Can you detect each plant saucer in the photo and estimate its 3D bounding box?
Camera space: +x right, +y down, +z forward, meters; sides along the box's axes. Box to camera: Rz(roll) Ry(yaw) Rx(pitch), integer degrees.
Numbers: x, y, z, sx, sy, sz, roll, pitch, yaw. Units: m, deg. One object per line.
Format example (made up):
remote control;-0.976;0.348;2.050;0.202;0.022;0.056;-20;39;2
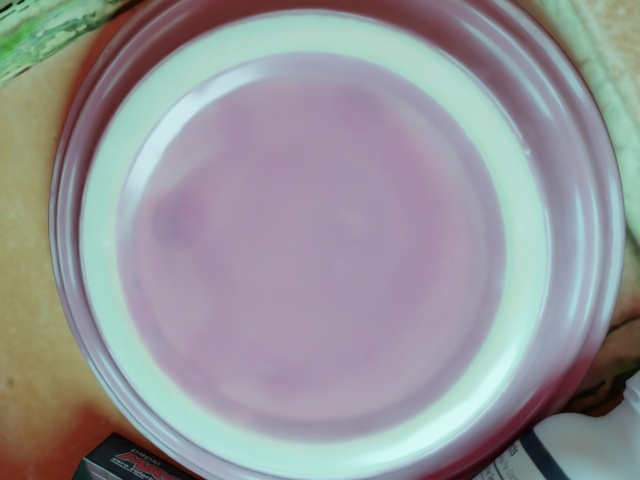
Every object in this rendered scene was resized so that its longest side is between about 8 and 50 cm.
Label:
plant saucer;0.000;0.000;0.679;0.332;0.084;0.332;2;101;10

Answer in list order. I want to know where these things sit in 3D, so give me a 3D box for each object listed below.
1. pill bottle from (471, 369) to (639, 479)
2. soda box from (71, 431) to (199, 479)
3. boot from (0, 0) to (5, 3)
pill bottle;0.127;0.187;0.644;0.265;0.153;0.153;-42;90;5
soda box;-0.072;0.183;0.734;0.169;0.060;0.053;28;100;4
boot;-0.267;-0.207;0.694;0.269;0.089;0.236;-38;104;15
